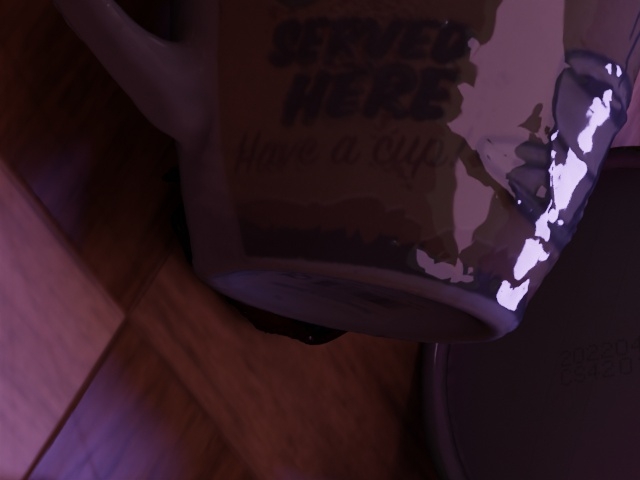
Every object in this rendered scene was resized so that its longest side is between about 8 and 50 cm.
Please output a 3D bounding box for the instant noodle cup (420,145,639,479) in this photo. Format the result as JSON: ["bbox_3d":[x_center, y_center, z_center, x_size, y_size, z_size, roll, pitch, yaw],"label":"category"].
[{"bbox_3d":[0.230,0.090,1.116,0.254,0.326,0.325,14,88,-46],"label":"instant noodle cup"}]

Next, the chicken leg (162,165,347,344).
[{"bbox_3d":[0.000,0.000,0.980,0.253,0.051,0.106,25,74,-57],"label":"chicken leg"}]

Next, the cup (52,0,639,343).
[{"bbox_3d":[0.002,-0.104,0.804,0.301,0.227,0.257,17,75,-20],"label":"cup"}]
